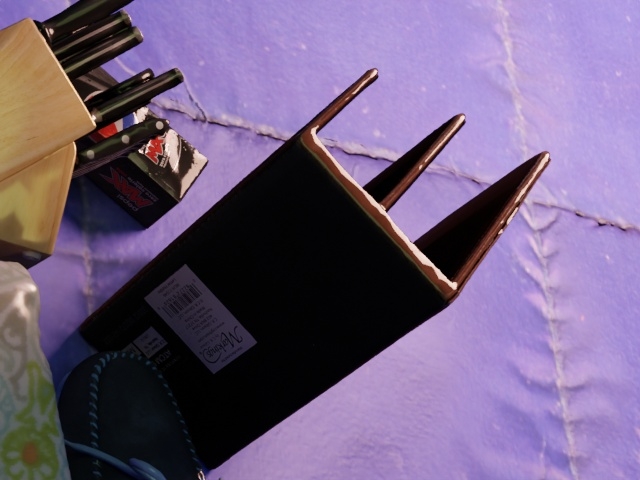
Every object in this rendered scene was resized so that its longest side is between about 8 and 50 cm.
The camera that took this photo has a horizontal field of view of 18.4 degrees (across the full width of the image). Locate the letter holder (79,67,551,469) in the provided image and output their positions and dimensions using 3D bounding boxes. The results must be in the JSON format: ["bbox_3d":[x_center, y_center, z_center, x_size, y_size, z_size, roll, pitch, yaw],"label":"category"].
[{"bbox_3d":[0.000,0.000,1.461,0.152,0.302,0.214,47,45,-5],"label":"letter holder"}]

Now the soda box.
[{"bbox_3d":[-0.174,-0.089,1.550,0.169,0.060,0.053,41,51,-11],"label":"soda box"}]

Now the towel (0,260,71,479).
[{"bbox_3d":[-0.301,0.197,1.224,0.320,0.090,0.375,-1,73,-39],"label":"towel"}]

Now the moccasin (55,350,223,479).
[{"bbox_3d":[-0.093,0.228,1.375,0.137,0.117,0.342,-2,65,-39],"label":"moccasin"}]

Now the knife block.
[{"bbox_3d":[-0.243,-0.108,1.430,0.275,0.088,0.242,18,70,-23],"label":"knife block"}]
